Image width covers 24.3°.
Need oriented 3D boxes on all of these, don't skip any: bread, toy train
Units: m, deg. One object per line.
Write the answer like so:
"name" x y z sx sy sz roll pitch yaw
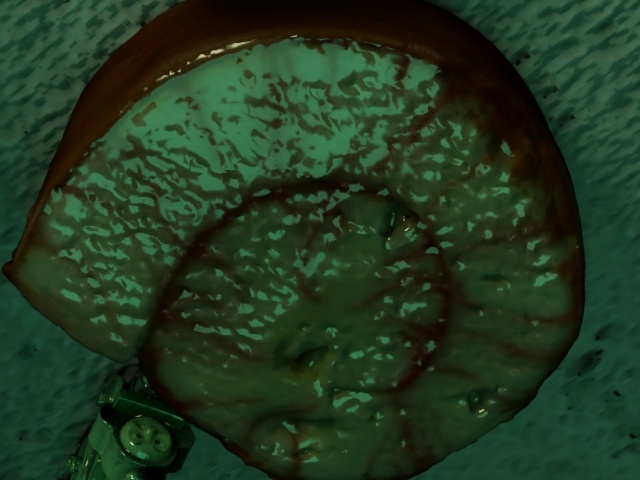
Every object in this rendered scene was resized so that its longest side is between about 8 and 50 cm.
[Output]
"bread" 0.004 0.000 0.894 0.295 0.114 0.328 -39 116 17
"toy train" -0.140 0.171 0.996 0.071 0.104 0.178 20 118 -11
